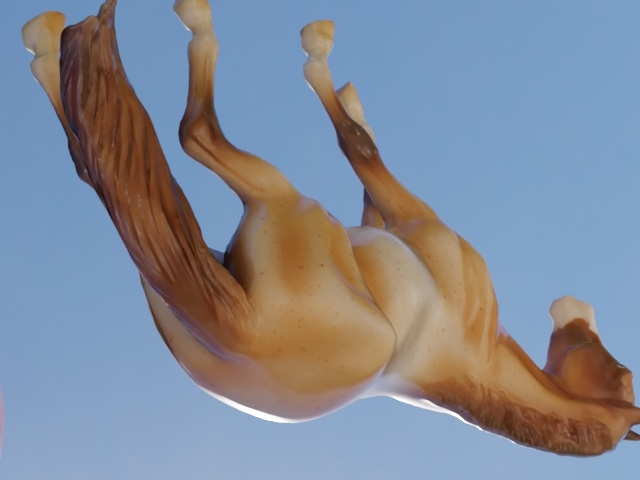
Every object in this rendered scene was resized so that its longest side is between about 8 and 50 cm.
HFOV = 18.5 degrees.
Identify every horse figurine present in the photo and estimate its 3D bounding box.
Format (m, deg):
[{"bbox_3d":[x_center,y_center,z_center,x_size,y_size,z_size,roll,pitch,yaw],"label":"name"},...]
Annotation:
[{"bbox_3d":[0.000,0.000,0.640,0.263,0.066,0.174,9,-129,-57],"label":"horse figurine"}]

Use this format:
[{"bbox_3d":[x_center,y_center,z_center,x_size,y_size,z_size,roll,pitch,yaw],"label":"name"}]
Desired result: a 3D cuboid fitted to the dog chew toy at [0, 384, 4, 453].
[{"bbox_3d":[-0.329,0.085,1.033,0.332,0.206,0.207,19,-110,-48],"label":"dog chew toy"}]
